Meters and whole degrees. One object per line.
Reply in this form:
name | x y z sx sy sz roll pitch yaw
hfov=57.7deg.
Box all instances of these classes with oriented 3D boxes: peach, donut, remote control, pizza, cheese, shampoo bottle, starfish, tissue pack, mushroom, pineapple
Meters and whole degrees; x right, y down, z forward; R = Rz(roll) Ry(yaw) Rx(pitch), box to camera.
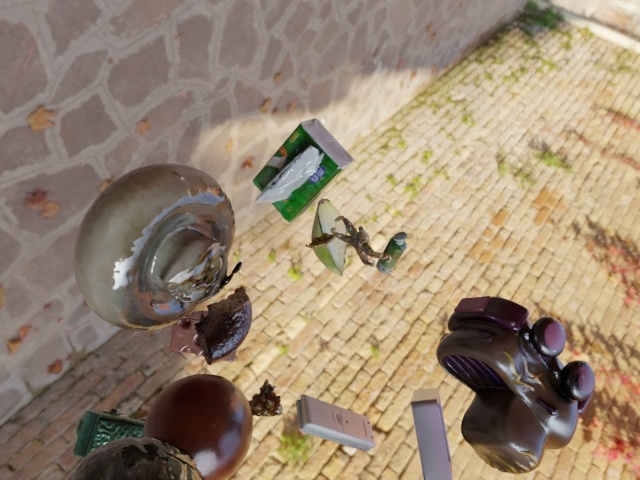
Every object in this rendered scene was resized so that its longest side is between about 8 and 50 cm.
peach | -0.261 0.411 1.271 0.252 0.252 0.252 -49 161 -24
donut | -0.240 0.227 1.528 0.187 0.144 0.126 -28 -169 -16
remote control | 0.047 0.566 1.790 0.055 0.277 0.103 -46 -147 26
pizza | 0.000 0.000 1.488 0.083 0.037 0.016 -19 144 -2
cheese | -0.323 0.291 1.788 0.203 0.177 0.128 3 98 -59
shampoo bottle | 0.238 0.037 1.910 0.065 0.065 0.204 -46 167 -33
starfish | 0.126 0.005 1.755 0.053 0.210 0.150 -46 153 -27
tissue pack | -0.054 -0.161 1.386 0.209 0.148 0.156 -43 178 30
mushroom | -0.306 0.026 1.182 0.362 0.295 0.362 -44 151 -33
pineapple | -0.146 0.436 1.585 0.077 0.114 0.114 59 34 -50

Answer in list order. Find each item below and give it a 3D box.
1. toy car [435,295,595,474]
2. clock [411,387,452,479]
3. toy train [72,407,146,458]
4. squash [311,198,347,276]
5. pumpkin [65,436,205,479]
toy car | 0.365 0.295 1.174 0.240 0.340 0.271 -45 -169 -26
clock | 0.259 0.454 1.348 0.150 0.063 0.197 12 68 -78
toy train | -0.576 0.594 1.716 0.238 0.299 0.166 140 -36 -69
squash | 0.042 -0.027 2.078 0.155 0.204 0.236 -43 -144 50
pumpkin | -0.309 0.492 0.954 0.327 0.292 0.257 -57 -156 9
